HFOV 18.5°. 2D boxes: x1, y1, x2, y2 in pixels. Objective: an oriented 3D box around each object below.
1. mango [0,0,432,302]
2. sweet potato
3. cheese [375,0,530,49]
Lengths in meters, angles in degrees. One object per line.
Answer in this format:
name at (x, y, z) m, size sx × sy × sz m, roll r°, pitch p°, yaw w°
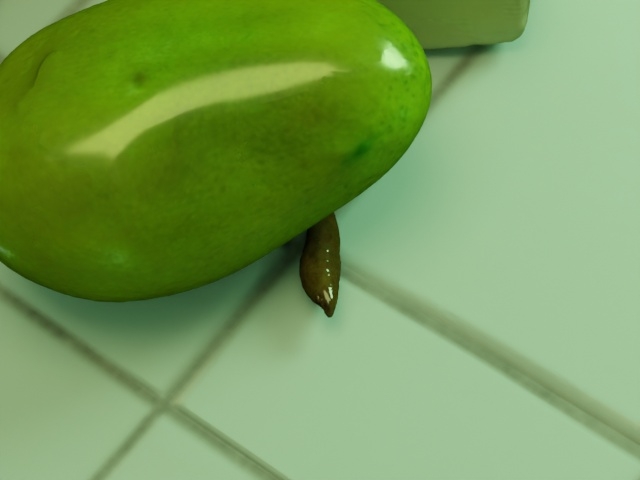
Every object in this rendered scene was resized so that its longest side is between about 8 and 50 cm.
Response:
mango at (-0.076, -0.067, 1.135) m, size 0.273 × 0.149 × 0.185 m, roll -25°, pitch 44°, yaw -5°
sweet potato at (0.000, 0.000, 1.152) m, size 0.026 × 0.026 × 0.115 m, roll -6°, pitch 51°, yaw 7°
cheese at (0.013, -0.251, 1.256) m, size 0.243 × 0.124 × 0.265 m, roll -2°, pitch 58°, yaw 6°
